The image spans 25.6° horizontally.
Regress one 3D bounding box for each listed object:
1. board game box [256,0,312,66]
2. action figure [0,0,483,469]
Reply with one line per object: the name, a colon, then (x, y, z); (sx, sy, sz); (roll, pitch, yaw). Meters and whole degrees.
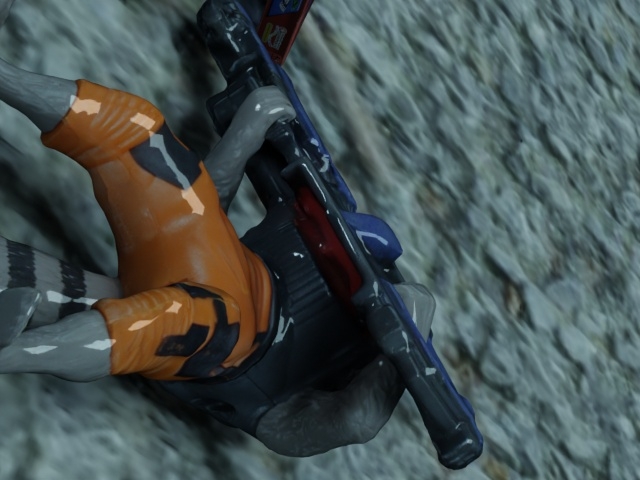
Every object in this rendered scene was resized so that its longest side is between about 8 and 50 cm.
board game box: (0.025, -0.246, 0.843); (0.027, 0.281, 0.145); (23, 52, -3)
action figure: (-0.074, -0.003, 0.757); (0.330, 0.178, 0.341); (34, 23, -46)
